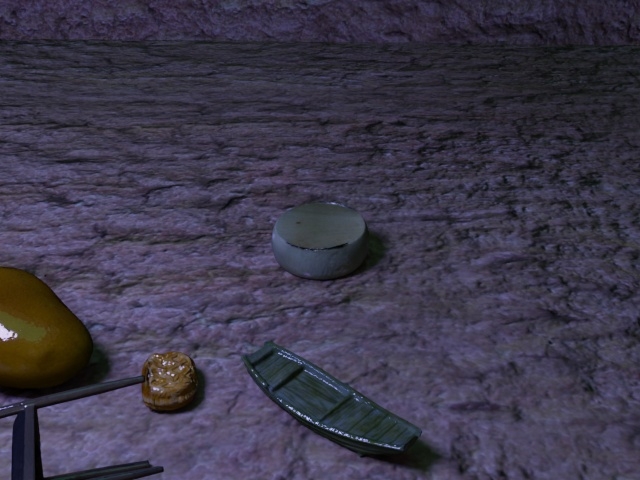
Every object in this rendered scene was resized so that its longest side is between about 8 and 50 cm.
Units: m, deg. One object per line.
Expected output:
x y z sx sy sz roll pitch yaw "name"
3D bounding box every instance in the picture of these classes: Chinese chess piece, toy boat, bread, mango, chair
0.000 0.000 1.416 0.188 0.083 0.188 -1 33 0 "Chinese chess piece"
0.008 0.232 1.038 0.293 0.055 0.093 23 37 35 "toy boat"
-0.224 0.206 1.091 0.083 0.044 0.110 -5 28 -12 "bread"
-0.471 0.136 1.119 0.254 0.139 0.175 32 49 33 "mango"
-0.324 0.283 0.837 0.272 0.166 0.188 -5 30 -18 "chair"
